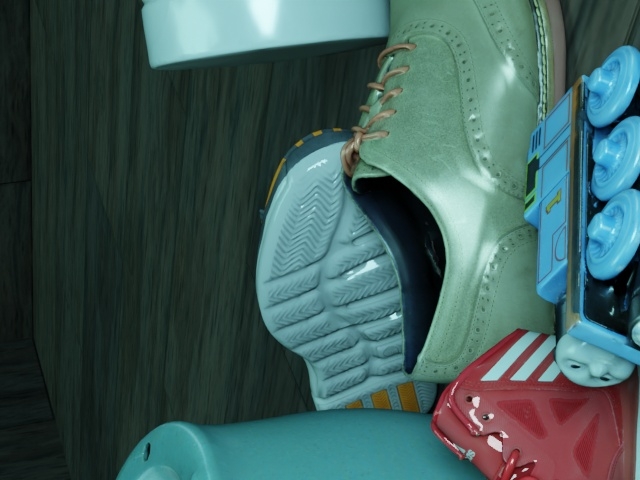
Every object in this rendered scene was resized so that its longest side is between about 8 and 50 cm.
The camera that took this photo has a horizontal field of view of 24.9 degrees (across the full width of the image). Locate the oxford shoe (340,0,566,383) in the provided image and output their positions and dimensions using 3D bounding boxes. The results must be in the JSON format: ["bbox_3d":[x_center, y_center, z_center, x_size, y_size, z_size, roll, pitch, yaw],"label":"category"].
[{"bbox_3d":[0.072,-0.083,0.870,0.123,0.130,0.348,134,125,-67],"label":"oxford shoe"}]

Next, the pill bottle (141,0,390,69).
[{"bbox_3d":[-0.058,-0.329,0.994,0.229,0.229,0.407,-178,80,-71],"label":"pill bottle"}]

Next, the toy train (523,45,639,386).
[{"bbox_3d":[0.147,-0.010,0.692,0.105,0.080,0.184,126,161,-45],"label":"toy train"}]

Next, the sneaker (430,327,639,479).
[{"bbox_3d":[0.109,0.144,0.746,0.087,0.128,0.221,110,175,-50],"label":"sneaker"}]

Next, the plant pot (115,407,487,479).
[{"bbox_3d":[0.004,0.219,0.873,0.272,0.255,0.271,-41,41,49],"label":"plant pot"}]

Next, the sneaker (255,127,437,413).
[{"bbox_3d":[0.000,0.000,1.063,0.321,0.125,0.180,82,169,-51],"label":"sneaker"}]
